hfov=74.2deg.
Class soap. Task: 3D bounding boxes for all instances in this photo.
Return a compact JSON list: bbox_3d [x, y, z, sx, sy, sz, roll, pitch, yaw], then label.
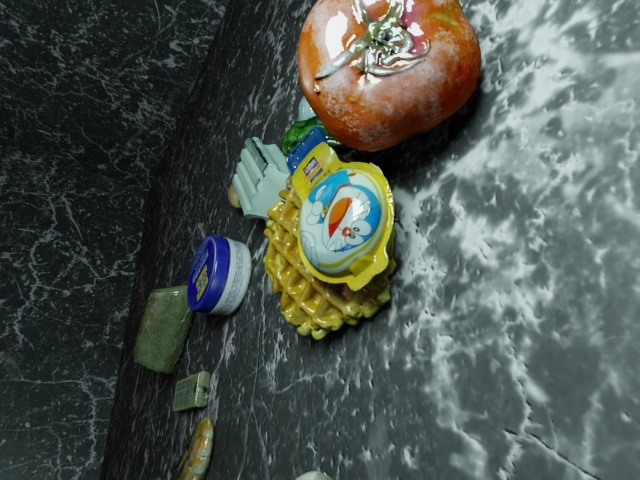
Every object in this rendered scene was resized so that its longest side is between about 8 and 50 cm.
[{"bbox_3d":[-0.142,-0.152,1.048,0.150,0.094,0.261,-67,27,21],"label":"soap"}]

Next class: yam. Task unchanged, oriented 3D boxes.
[{"bbox_3d":[-0.512,0.278,1.410,0.168,0.168,0.303,24,99,61],"label":"yam"}]

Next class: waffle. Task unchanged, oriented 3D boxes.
[{"bbox_3d":[0.004,0.008,0.692,0.281,0.058,0.300,-46,54,29],"label":"waffle"}]

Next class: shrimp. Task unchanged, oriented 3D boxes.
[{"bbox_3d":[0.029,-0.165,0.800,0.317,0.062,0.164,2,70,59],"label":"shrimp"},{"bbox_3d":[-0.324,0.553,1.044,0.145,0.059,0.254,37,108,62],"label":"shrimp"}]

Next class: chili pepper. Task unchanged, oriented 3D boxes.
[{"bbox_3d":[0.000,-0.193,0.749,0.279,0.065,0.122,-10,22,39],"label":"chili pepper"}]

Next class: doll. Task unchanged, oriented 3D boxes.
[{"bbox_3d":[-0.012,-0.259,0.914,0.180,0.076,0.119,124,165,-81],"label":"doll"}]

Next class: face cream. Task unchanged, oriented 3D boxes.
[{"bbox_3d":[-0.267,0.094,1.122,0.206,0.111,0.205,-33,49,49],"label":"face cream"}]

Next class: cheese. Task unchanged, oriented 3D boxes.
[{"bbox_3d":[0.016,-0.052,0.604,0.177,0.069,0.270,-44,52,27],"label":"cheese"}]

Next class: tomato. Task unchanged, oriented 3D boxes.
[{"bbox_3d":[0.083,-0.233,0.562,0.188,0.232,0.231,23,-98,-79],"label":"tomato"}]

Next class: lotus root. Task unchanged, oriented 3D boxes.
[{"bbox_3d":[-0.238,-0.131,1.235,0.072,0.062,0.150,-68,28,12],"label":"lotus root"}]

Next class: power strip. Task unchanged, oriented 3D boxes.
[{"bbox_3d":[-0.361,0.429,1.193,0.268,0.035,0.092,-35,47,49],"label":"power strip"}]

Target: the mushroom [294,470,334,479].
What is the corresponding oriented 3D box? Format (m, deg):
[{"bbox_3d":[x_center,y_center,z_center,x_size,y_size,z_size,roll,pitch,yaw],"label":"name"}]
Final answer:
[{"bbox_3d":[-0.029,0.404,0.574,0.225,0.093,0.116,-53,56,24],"label":"mushroom"}]
